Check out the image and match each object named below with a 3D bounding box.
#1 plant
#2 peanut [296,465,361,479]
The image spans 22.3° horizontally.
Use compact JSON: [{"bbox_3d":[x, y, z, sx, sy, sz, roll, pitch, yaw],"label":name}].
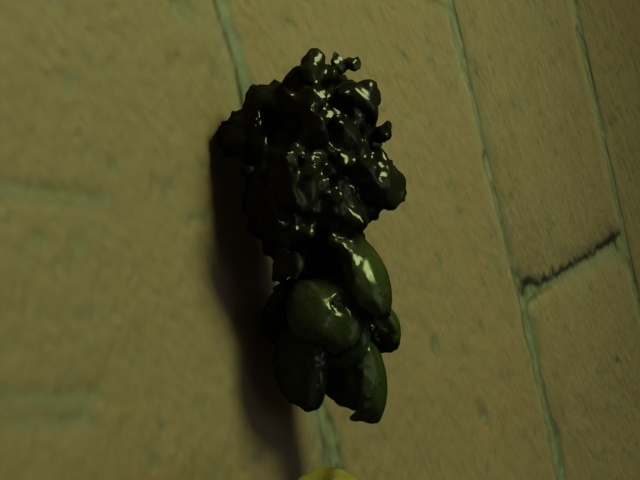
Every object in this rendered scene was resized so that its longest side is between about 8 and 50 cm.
[{"bbox_3d":[0.000,0.000,0.744,0.087,0.085,0.174,173,-89,-85],"label":"plant"},{"bbox_3d":[0.021,0.237,0.604,0.147,0.147,0.306,37,43,-59],"label":"peanut"}]
